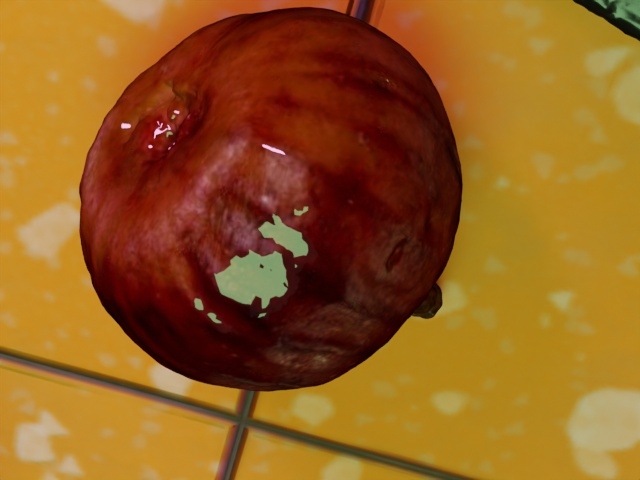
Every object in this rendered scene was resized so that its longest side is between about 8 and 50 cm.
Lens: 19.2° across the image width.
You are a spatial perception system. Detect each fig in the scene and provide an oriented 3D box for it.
[{"bbox_3d":[-0.015,-0.002,0.616,0.128,0.128,0.150,0,132,10],"label":"fig"}]

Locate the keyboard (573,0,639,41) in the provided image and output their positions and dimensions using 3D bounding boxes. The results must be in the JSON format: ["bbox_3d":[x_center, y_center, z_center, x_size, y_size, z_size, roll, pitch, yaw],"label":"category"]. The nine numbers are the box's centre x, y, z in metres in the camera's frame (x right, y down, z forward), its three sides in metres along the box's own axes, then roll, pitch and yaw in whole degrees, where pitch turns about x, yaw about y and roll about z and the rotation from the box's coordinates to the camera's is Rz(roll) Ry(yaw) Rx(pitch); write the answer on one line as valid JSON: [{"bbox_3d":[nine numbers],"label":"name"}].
[{"bbox_3d":[0.111,-0.097,0.584,0.250,0.017,0.087,29,125,-13],"label":"keyboard"}]
